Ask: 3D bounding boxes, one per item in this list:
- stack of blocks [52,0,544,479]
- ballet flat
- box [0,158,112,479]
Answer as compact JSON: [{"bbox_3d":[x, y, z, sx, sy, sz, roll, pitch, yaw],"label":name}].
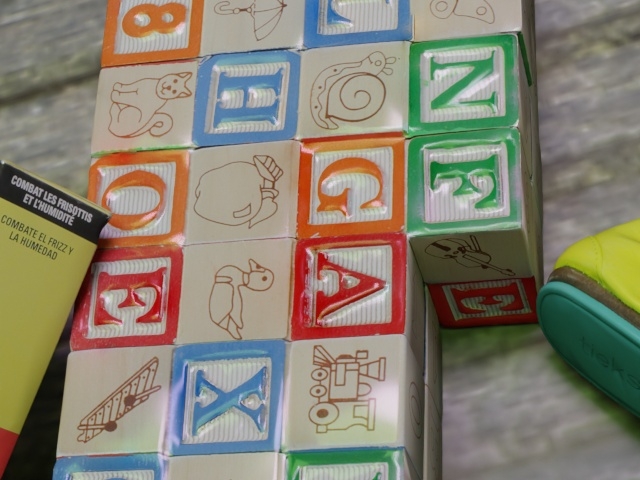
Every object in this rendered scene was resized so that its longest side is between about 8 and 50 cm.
[{"bbox_3d":[0.000,0.000,0.678,0.171,0.087,0.297,-4,61,12],"label":"stack of blocks"},{"bbox_3d":[0.176,0.069,0.610,0.077,0.077,0.231,-29,55,-23],"label":"ballet flat"},{"bbox_3d":[-0.161,0.081,0.630,0.087,0.058,0.232,10,75,48],"label":"box"}]
